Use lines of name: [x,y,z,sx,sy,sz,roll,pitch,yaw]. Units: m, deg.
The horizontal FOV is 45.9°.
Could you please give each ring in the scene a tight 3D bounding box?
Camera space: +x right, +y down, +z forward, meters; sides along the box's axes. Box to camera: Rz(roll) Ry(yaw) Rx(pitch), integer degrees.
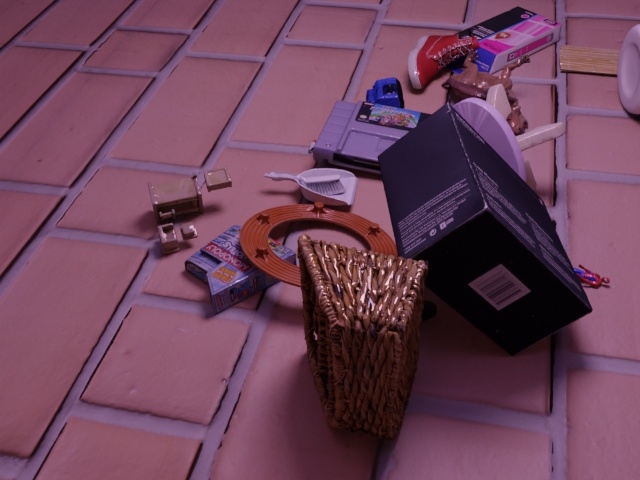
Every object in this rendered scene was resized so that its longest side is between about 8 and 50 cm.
ring: [0.000,0.000,1.567,0.336,0.032,0.336,7,31,-4]

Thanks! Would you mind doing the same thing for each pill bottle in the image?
pill bottle: [0.988,-0.437,1.906,0.407,0.229,0.229,-1,42,2]

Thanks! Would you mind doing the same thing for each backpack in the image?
backpack: [0.171,-0.374,1.990,0.101,0.098,0.120,-1,42,8]

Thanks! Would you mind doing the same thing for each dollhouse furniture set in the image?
dollhouse furniture set: [-0.278,-0.057,1.695,0.182,0.101,0.161,-13,67,-11]

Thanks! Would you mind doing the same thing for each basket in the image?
basket: [0.040,0.174,1.233,0.223,0.299,0.213,12,45,14]

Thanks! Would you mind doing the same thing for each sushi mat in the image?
sushi mat: [0.843,-0.508,2.152,0.316,0.019,0.151,8,44,14]

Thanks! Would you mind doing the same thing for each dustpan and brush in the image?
dustpan and brush: [-0.026,-0.135,1.753,0.211,0.060,0.147,-2,31,11]

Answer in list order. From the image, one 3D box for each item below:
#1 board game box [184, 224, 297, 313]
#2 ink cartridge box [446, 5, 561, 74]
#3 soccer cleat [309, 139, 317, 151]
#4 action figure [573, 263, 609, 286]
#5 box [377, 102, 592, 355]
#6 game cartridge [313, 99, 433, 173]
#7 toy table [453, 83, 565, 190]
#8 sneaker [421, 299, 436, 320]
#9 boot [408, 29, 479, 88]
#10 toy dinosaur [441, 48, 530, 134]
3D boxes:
board game box: [-0.184,0.056,1.559,0.194,0.060,0.194,28,50,30]
ink cartridge box: [0.523,-0.585,2.234,0.371,0.069,0.176,-31,48,-24]
soccer cleat: [0.011,-0.229,1.892,0.083,0.029,0.035,13,59,15]
action figure: [0.523,0.068,1.523,0.115,0.030,0.038,15,40,17]
box: [0.293,-0.018,1.383,0.179,0.343,0.312,-36,35,25]
game cartridge: [0.181,-0.245,1.853,0.355,0.068,0.230,12,48,9]
toy table: [0.394,-0.199,1.674,0.252,0.274,0.161,8,30,43]
sneaker: [0.136,0.162,1.428,0.170,0.051,0.089,-3,41,7]
boot: [0.347,-0.512,2.108,0.176,0.088,0.244,-2,40,26]
toy dinosaur: [0.423,-0.396,1.986,0.295,0.127,0.200,20,53,32]
